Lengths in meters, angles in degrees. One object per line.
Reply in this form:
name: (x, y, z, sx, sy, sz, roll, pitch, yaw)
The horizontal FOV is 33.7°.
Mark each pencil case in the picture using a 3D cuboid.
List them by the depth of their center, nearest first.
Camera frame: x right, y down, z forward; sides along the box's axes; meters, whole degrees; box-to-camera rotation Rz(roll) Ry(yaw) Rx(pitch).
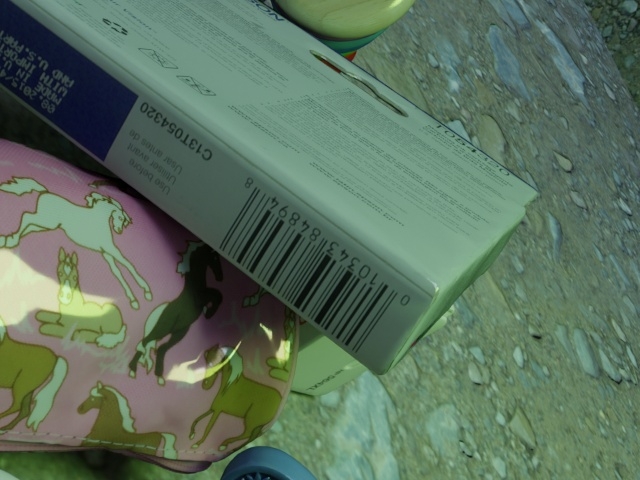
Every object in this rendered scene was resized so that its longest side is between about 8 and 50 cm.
pencil case: (-0.174, 0.033, 0.538, 0.160, 0.167, 0.386, 33, 11, 38)

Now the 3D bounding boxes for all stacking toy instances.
stacking toy: (0.011, -0.227, 1.009, 0.141, 0.141, 0.330, 56, -4, 1)

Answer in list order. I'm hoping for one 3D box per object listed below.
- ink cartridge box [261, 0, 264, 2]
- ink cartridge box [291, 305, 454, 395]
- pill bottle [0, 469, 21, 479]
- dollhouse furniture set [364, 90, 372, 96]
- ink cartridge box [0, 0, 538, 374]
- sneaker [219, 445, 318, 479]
ink cartridge box: (-0.081, -0.312, 1.021, 0.127, 0.176, 0.128, 56, 28, 5)
ink cartridge box: (0.000, 0.000, 0.847, 0.086, 0.148, 0.203, 20, 43, -46)
pill bottle: (-0.175, 0.231, 0.310, 0.176, 0.176, 0.318, 37, 34, -32)
dollhouse furniture set: (0.021, -0.126, 1.100, 0.151, 0.076, 0.058, 33, 23, -39)
ink cartridge box: (-0.027, -0.074, 0.701, 0.324, 0.071, 0.330, 36, 19, 11)
sneaker: (0.000, 0.211, 0.676, 0.090, 0.081, 0.232, -77, 148, -62)
